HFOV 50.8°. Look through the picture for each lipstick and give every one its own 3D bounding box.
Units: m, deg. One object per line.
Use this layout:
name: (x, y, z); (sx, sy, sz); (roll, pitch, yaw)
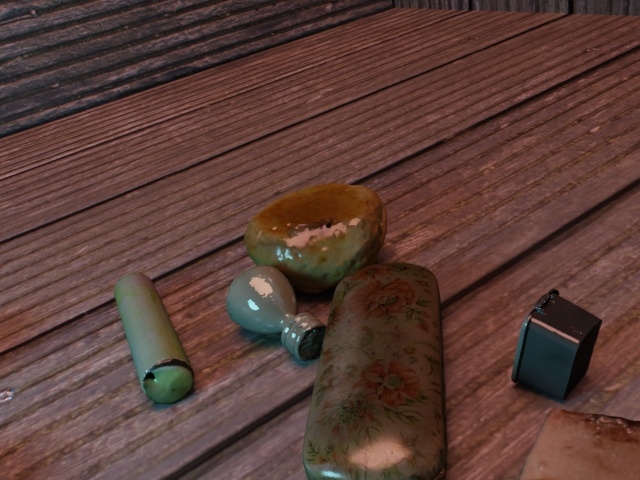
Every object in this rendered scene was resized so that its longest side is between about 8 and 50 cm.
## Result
lipstick: (-0.265, 0.141, 1.045); (0.076, 0.076, 0.304); (-21, 29, -17)

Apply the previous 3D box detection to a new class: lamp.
lamp: (-0.067, 0.109, 1.014); (0.106, 0.106, 0.193); (-27, 41, -27)

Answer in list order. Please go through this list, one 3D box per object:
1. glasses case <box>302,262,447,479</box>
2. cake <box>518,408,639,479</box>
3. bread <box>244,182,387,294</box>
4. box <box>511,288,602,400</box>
glasses case: (0.078, 0.157, 0.856); (0.157, 0.098, 0.425); (-7, 27, 12)
cake: (0.240, 0.250, 0.515); (0.199, 0.196, 0.293); (2, 32, 28)
bread: (0.000, 0.000, 1.150); (0.244, 0.134, 0.244); (-10, 30, 6)
box: (0.286, 0.129, 0.817); (0.069, 0.122, 0.084); (27, 46, 33)
